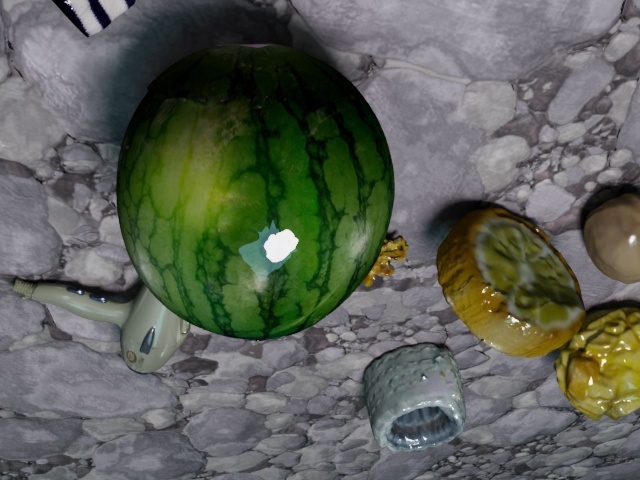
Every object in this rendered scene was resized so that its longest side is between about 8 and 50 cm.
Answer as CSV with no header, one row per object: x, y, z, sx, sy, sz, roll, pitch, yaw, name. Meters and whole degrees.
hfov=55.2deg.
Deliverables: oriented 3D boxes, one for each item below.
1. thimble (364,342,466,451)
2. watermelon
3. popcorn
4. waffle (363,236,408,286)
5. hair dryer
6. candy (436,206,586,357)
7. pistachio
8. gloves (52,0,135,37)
0.209,0.350,1.347,0.204,0.172,0.250,23,131,-27,thimble
-0.076,-0.052,0.753,0.362,0.364,0.363,-4,137,-4,watermelon
0.639,0.261,1.289,0.286,0.215,0.252,-17,131,5,popcorn
0.000,0.000,1.018,0.259,0.069,0.293,-23,134,15,waffle
-0.331,0.079,1.049,0.298,0.119,0.296,37,116,-22,hair dryer
0.308,0.064,0.996,0.259,0.260,0.118,18,135,-25,candy
0.531,0.002,1.062,0.135,0.136,0.226,-22,145,15,pistachio
-0.186,-0.315,0.629,0.218,0.131,0.140,-43,132,-7,gloves
